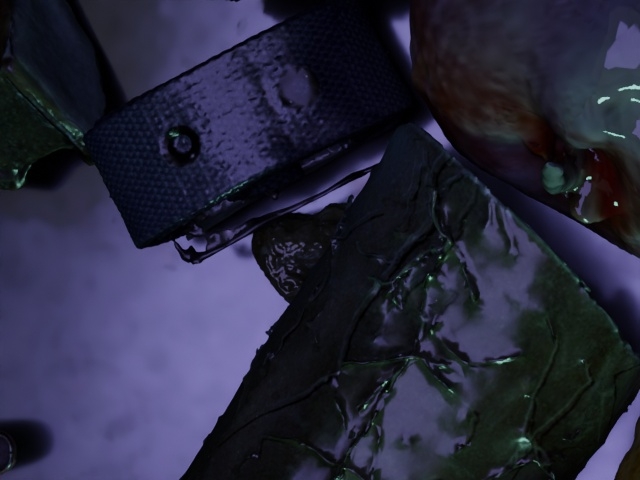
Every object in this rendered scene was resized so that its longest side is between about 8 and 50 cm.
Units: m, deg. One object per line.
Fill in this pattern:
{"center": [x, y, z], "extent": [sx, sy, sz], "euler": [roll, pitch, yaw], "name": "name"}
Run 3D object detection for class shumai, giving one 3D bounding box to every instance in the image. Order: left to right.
{"center": [0.000, 0.000, 1.430], "extent": [0.082, 0.083, 0.080], "euler": [33, 122, -27], "name": "shumai"}

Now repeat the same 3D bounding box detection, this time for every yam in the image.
{"center": [0.054, 0.124, 1.337], "extent": [0.241, 0.241, 0.348], "euler": [35, 94, 9], "name": "yam"}

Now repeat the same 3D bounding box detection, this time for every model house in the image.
{"center": [-0.256, -0.120, 1.484], "extent": [0.152, 0.106, 0.165], "euler": [-26, 49, 22], "name": "model house"}

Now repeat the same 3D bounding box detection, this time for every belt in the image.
{"center": [-0.047, -0.076, 1.411], "extent": [0.230, 0.139, 0.126], "euler": [-28, 87, 2], "name": "belt"}

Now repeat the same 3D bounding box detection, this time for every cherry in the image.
{"center": [0.238, -0.141, 1.275], "extent": [0.335, 0.291, 0.326], "euler": [-33, 66, -4], "name": "cherry"}

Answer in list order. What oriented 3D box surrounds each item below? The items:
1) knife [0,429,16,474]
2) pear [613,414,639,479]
{"center": [-0.364, 0.170, 1.523], "extent": [0.278, 0.053, 0.123], "euler": [-7, 85, 11], "name": "knife"}
{"center": [0.327, 0.185, 1.279], "extent": [0.271, 0.271, 0.271], "euler": [0, 91, 12], "name": "pear"}
